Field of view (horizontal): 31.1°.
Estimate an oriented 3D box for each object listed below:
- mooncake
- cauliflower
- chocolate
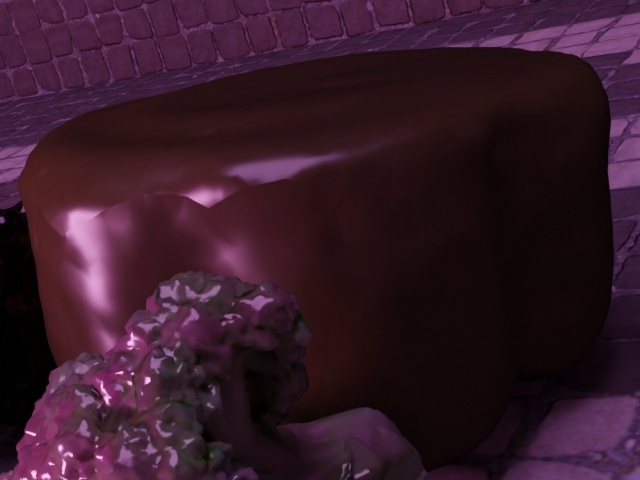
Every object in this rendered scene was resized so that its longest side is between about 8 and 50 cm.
[{"bbox_3d":[0.000,0.000,0.908,0.467,0.262,0.467,-11,14,3],"label":"mooncake"},{"bbox_3d":[-0.038,0.145,0.620,0.315,0.238,0.256,-10,-15,-38],"label":"cauliflower"},{"bbox_3d":[-0.255,0.037,1.033,0.177,0.206,0.224,-42,8,21],"label":"chocolate"}]
